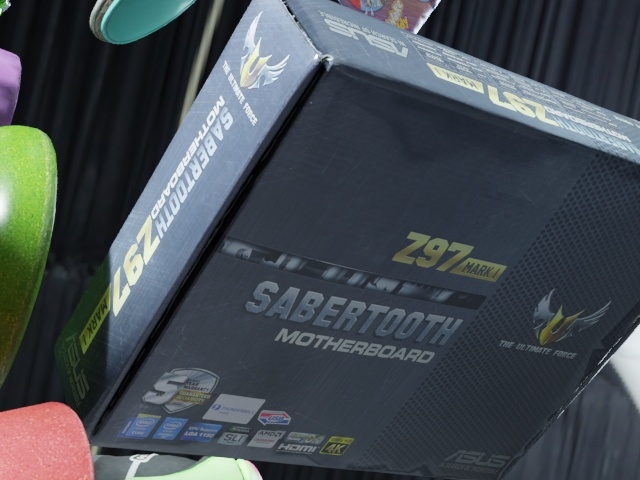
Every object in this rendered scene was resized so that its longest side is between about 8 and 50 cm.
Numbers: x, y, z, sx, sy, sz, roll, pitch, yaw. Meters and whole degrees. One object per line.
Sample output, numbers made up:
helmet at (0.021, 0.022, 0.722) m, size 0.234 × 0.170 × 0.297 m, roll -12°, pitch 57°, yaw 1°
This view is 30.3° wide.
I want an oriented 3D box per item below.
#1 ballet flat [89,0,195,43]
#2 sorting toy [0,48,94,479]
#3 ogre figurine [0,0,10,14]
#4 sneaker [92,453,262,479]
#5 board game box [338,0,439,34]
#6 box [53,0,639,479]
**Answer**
ballet flat at (-0.092, -0.230, 0.874) m, size 0.068 × 0.213 × 0.072 m, roll 52°, pitch 1°, yaw 27°
sorting toy at (-0.172, 0.017, 0.421) m, size 0.126 × 0.127 × 0.365 m, roll 18°, pitch 31°, yaw -29°
ogre figurine at (-0.284, -0.144, 0.780) m, size 0.118 × 0.197 × 0.097 m, roll 31°, pitch -28°, yaw -10°
sneaker at (-0.219, 0.284, 0.865) m, size 0.202 × 0.483 × 0.185 m, roll 21°, pitch 38°, yaw -24°
board game box at (0.050, -0.194, 0.680) m, size 0.033 × 0.169 × 0.133 m, roll -9°, pitch -58°, yaw 38°
box at (0.035, 0.014, 0.486) m, size 0.232 × 0.183 × 0.059 m, roll 14°, pitch 32°, yaw -37°
